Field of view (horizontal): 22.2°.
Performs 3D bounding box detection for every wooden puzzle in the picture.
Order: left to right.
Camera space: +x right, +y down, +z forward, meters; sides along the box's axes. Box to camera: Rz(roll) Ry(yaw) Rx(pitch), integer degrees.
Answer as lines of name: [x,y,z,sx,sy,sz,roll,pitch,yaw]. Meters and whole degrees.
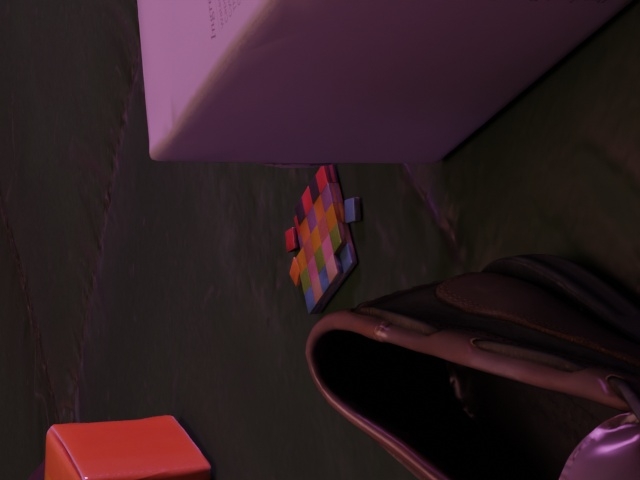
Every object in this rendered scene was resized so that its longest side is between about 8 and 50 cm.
wooden puzzle: [0.000,0.000,0.710,0.083,0.006,0.049,123,140,-55]

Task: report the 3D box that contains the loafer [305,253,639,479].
loafer: [0.077,0.071,0.416,0.267,0.084,0.096,-146,57,-64]

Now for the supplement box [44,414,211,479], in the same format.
supplement box: [-0.114,0.220,0.911,0.080,0.078,0.233,-141,53,-58]

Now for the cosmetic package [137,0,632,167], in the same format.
cosmetic package: [0.027,-0.098,0.495,0.231,0.117,0.085,143,123,-62]

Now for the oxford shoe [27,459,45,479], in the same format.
oxford shoe: [-0.185,0.232,1.111,0.212,0.076,0.076,-66,27,17]
